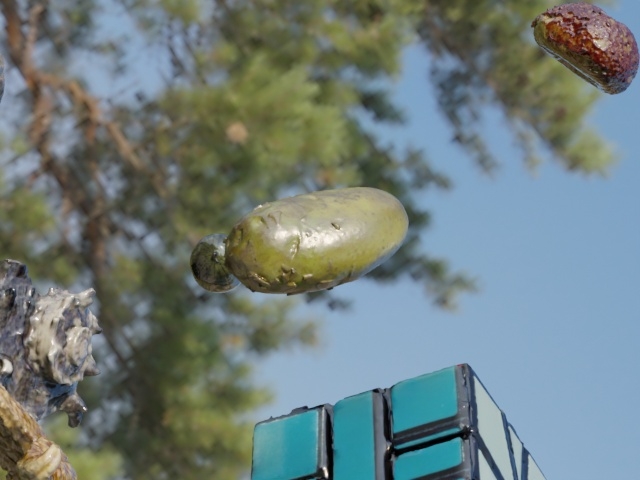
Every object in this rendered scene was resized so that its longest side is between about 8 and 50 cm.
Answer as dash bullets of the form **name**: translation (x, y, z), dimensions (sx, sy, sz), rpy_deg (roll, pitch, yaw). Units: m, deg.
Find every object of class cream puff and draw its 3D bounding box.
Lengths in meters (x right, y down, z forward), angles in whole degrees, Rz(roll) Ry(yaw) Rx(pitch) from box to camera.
- **cream puff**: translation (0.338, -0.250, 2.158), dimensions (0.149, 0.084, 0.149), rpy_deg (36, 3, -2)

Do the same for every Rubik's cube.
- **Rubik's cube**: translation (0.095, 0.346, 1.901), dimensions (0.293, 0.283, 0.288), rpy_deg (53, 27, -39)

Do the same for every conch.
- **conch**: translation (-0.425, 0.147, 2.503), dimensions (0.313, 0.240, 0.186), rpy_deg (47, -14, -33)

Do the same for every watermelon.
- **watermelon**: translation (-0.139, 0.030, 2.335), dimensions (0.078, 0.078, 0.111), rpy_deg (48, -11, 20)

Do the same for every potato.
- **potato**: translation (0.000, 0.000, 2.083), dimensions (0.149, 0.251, 0.113), rpy_deg (25, -60, 51)

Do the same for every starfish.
- **starfish**: translation (-0.275, 0.219, 1.556), dimensions (0.375, 0.094, 0.327), rpy_deg (43, -35, 25)

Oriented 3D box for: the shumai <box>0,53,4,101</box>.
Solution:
- **shumai**: translation (-0.488, -0.233, 2.198), dimensions (0.184, 0.185, 0.218), rpy_deg (20, -35, -11)
